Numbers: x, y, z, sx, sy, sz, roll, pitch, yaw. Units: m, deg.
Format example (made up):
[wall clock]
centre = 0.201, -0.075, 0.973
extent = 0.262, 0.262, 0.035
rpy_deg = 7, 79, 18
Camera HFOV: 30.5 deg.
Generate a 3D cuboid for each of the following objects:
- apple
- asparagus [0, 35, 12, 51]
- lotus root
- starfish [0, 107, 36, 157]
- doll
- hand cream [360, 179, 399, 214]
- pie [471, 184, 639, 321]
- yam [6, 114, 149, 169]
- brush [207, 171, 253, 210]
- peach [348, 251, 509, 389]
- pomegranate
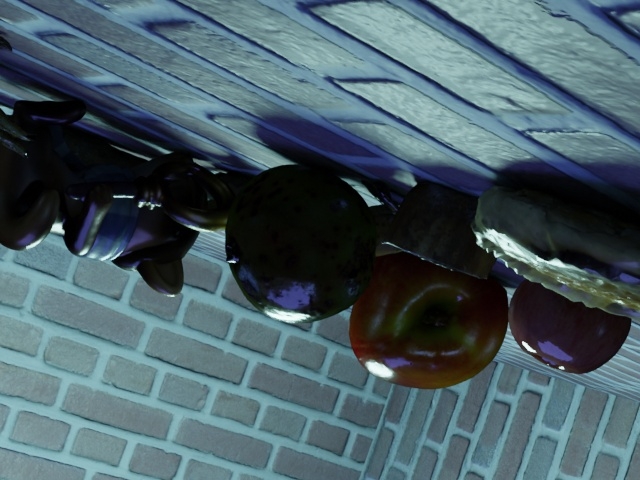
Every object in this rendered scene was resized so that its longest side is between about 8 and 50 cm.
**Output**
[apple]
centre = 0.314, 0.104, 1.498
extent = 0.153, 0.120, 0.153
rpy_deg = 21, 175, 2
[asparagus]
centre = -0.384, -0.227, 1.282
extent = 0.114, 0.014, 0.015
rpy_deg = 19, 153, 17
[lotus root]
centre = 0.133, -0.008, 1.259
extent = 0.122, 0.081, 0.112
rpy_deg = 19, 176, 6
[starfish]
centre = -0.434, -0.191, 1.462
extent = 0.223, 0.050, 0.217
rpy_deg = 39, 161, 3
[doll]
centre = -0.307, -0.071, 1.615
extent = 0.339, 0.209, 0.318
rpy_deg = 23, -171, -38
[hand cream]
centre = 0.120, -0.026, 1.368
extent = 0.163, 0.039, 0.062
rpy_deg = 25, -171, -22
[pie]
centre = 0.297, 0.028, 1.096
extent = 0.339, 0.077, 0.339
rpy_deg = 18, 178, 1
[yam]
centre = -0.394, -0.107, 1.856
extent = 0.330, 0.133, 0.133
rpy_deg = 22, 174, 6
[brush]
centre = -0.160, -0.067, 1.749
extent = 0.071, 0.084, 0.301
rpy_deg = 22, 180, -34
[peach]
centre = 0.159, 0.114, 1.845
extent = 0.249, 0.245, 0.274
rpy_deg = 48, -174, 2
[pomegranate]
centre = 0.000, 0.000, 1.399
extent = 0.247, 0.202, 0.202
rpy_deg = -11, -170, -28
